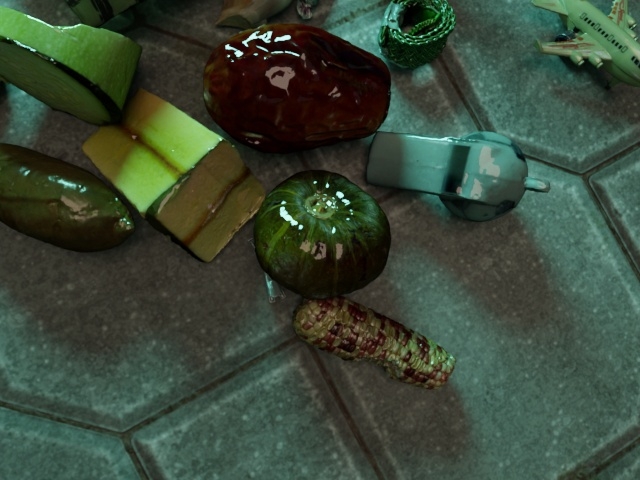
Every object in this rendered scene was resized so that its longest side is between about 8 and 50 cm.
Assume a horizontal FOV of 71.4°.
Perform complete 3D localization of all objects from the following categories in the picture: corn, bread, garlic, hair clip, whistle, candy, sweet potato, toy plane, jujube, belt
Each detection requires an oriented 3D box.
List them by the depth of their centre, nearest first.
[{"bbox_3d":[-0.469,-0.093,0.674,0.422,0.130,0.131,27,81,0],"label":"sweet potato"},{"bbox_3d":[-0.037,-0.233,0.710,0.289,0.197,0.198,2,84,-8],"label":"jujube"},{"bbox_3d":[0.090,0.168,0.731,0.289,0.098,0.098,27,81,-6],"label":"corn"},{"bbox_3d":[-0.242,-0.114,0.745,0.168,0.163,0.264,-47,57,-8],"label":"bread"},{"bbox_3d":[-0.089,0.046,0.748,0.030,0.039,0.115,-20,84,-14],"label":"hair clip"},{"bbox_3d":[0.240,-0.115,0.770,0.289,0.163,0.164,15,80,30],"label":"whistle"},{"bbox_3d":[-0.103,-0.516,0.788,0.148,0.128,0.267,2,73,-18],"label":"garlic"},{"bbox_3d":[0.168,-0.377,0.811,0.121,0.079,0.151,42,69,9],"label":"belt"},{"bbox_3d":[-0.006,-0.486,0.815,0.045,0.043,0.175,20,86,-2],"label":"candy"},{"bbox_3d":[0.522,-0.385,0.839,0.241,0.104,0.256,-35,89,-12],"label":"toy plane"}]

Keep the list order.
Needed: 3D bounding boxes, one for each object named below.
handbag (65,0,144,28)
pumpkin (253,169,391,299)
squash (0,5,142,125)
[{"bbox_3d":[-0.325,-0.528,0.694,0.325,0.163,0.327,-38,73,-12],"label":"handbag"},{"bbox_3d":[0.000,0.000,0.699,0.218,0.162,0.219,7,48,-8],"label":"pumpkin"},{"bbox_3d":[-0.384,-0.273,0.653,0.220,0.220,0.133,17,85,-5],"label":"squash"}]
